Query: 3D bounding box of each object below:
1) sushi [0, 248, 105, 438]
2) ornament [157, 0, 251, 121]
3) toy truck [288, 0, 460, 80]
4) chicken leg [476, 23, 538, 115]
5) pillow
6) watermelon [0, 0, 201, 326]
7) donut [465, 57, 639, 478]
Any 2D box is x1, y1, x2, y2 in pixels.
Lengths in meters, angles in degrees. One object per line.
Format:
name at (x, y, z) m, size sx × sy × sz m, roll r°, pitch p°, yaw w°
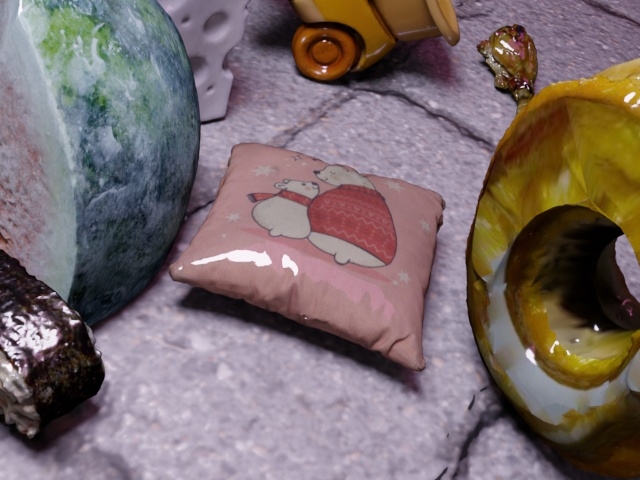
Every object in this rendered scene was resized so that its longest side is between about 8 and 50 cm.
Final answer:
sushi at (-0.226, 0.066, 0.580) m, size 0.150 × 0.090 × 0.078 m, roll 40°, pitch 48°, yaw 19°
ornament at (-0.235, -0.266, 0.830) m, size 0.239 × 0.240 × 0.240 m, roll -20°, pitch 55°, yaw -36°
toy truck at (0.036, -0.342, 1.029) m, size 0.211 × 0.288 × 0.204 m, roll -21°, pitch 36°, yaw 19°
chicken leg at (0.270, -0.241, 1.159) m, size 0.093 × 0.070 × 0.178 m, roll 7°, pitch 52°, yaw -16°
pillow at (0.000, 0.000, 0.752) m, size 0.236 × 0.084 × 0.223 m, roll 18°, pitch 41°, yaw 2°
watermelon at (-0.214, -0.067, 0.679) m, size 0.213 × 0.320 × 0.290 m, roll 3°, pitch 81°, yaw 5°
donut at (0.232, 0.033, 0.626) m, size 0.160 × 0.330 × 0.330 m, roll -21°, pitch 55°, yaw -34°
